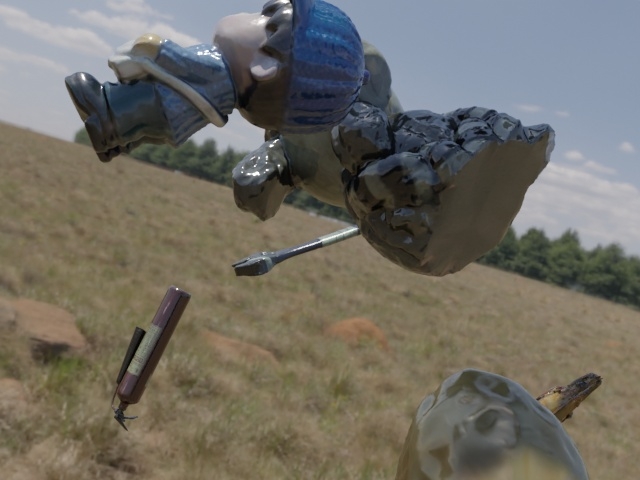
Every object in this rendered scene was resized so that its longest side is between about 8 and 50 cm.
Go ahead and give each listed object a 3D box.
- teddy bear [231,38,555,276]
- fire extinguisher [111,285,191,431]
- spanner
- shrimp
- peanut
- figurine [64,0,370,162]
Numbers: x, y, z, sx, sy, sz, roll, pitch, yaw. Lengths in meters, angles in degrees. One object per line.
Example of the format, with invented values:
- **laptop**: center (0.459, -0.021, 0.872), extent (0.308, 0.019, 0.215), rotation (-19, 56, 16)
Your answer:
- **teddy bear**: center (0.028, -0.070, 0.596), extent (0.250, 0.144, 0.171), rotation (25, 46, 24)
- **fire extinguisher**: center (-0.206, 0.132, 0.905), extent (0.048, 0.173, 0.035), rotation (24, -8, 8)
- **spanner**: center (0.000, 0.000, 1.270), extent (0.315, 0.024, 0.087), rotation (-20, 11, -24)
- **shrimp**: center (0.299, 0.220, 1.018), extent (0.045, 0.162, 0.095), rotation (57, 17, 18)
- **peanut**: center (0.084, 0.209, 0.387), extent (0.149, 0.313, 0.149), rotation (8, -42, 7)
- **figurine**: center (-0.042, -0.071, 0.365), extent (0.079, 0.136, 0.077), rotation (57, -11, 3)
